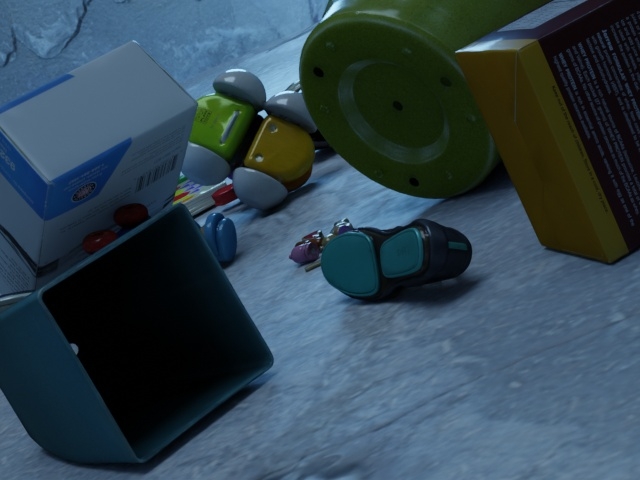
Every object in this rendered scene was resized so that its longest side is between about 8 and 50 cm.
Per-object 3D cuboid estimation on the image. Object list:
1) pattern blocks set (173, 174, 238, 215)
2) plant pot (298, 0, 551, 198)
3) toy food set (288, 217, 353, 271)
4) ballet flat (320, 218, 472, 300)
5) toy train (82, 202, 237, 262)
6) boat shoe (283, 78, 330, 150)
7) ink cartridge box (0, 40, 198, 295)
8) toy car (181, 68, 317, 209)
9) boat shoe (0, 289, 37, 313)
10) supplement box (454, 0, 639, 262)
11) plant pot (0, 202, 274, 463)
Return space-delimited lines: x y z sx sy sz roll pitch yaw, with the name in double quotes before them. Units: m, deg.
"pattern blocks set" -0.208 -0.050 2.243 0.285 0.026 0.325 -26 14 -2
"plant pot" 0.163 -0.239 1.702 0.366 0.366 0.353 -11 32 46
"toy food set" 0.000 0.000 1.686 0.078 0.019 0.122 -25 13 1
"ballet flat" 0.073 0.018 1.408 0.074 0.074 0.203 -32 9 -26
"toy train" -0.197 0.037 1.766 0.143 0.105 0.248 -6 20 20
"boat shoe" 0.107 -0.226 2.178 0.355 0.132 0.130 -35 23 -1
"ink cartridge box" -0.293 -0.065 1.902 0.223 0.129 0.307 -34 -21 -32
"toy car" -0.092 -0.124 2.040 0.136 0.182 0.159 83 -149 -74
"boat shoe" -0.422 0.124 1.838 0.254 0.095 0.079 -33 24 8
"supplement box" 0.253 -0.115 1.288 0.194 0.191 0.129 -29 14 -13
"plant pot" -0.199 0.097 1.388 0.165 0.166 0.234 -35 10 -36
